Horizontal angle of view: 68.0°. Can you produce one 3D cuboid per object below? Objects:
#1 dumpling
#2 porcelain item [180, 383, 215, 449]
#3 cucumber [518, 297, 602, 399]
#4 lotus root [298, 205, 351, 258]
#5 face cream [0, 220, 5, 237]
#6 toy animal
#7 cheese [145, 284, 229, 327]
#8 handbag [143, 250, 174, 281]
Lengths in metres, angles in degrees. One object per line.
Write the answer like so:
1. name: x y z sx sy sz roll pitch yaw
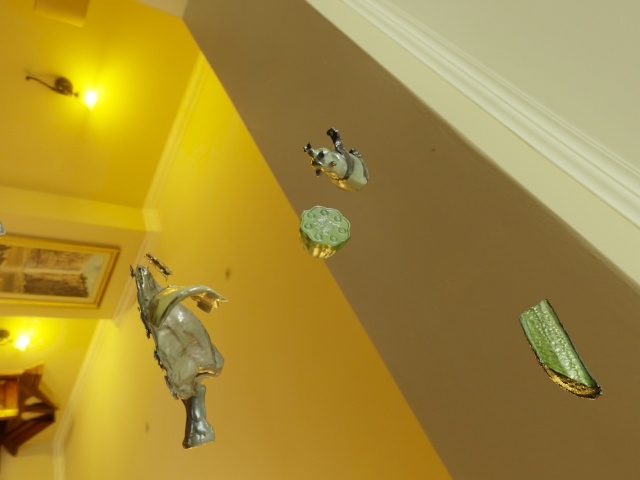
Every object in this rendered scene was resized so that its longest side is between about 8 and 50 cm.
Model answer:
1. dumpling: -0.234 0.188 0.837 0.332 0.086 0.166 76 -11 -46
2. porcelain item: -0.304 0.376 1.128 0.081 0.069 0.215 -41 -122 54
3. cucumber: 0.401 0.190 0.823 0.220 0.071 0.046 -91 172 -57
4. lotus root: 0.000 0.000 1.642 0.186 0.186 0.186 -15 -109 51
5. face cream: -0.833 0.056 0.968 0.349 0.105 0.105 -38 -138 -7
6. toy animal: 0.039 -0.179 1.108 0.094 0.225 0.121 -31 -111 17
7. cheese: -0.150 0.068 0.529 0.060 0.084 0.041 -13 -93 62
8. handbag: -0.414 0.064 1.211 0.027 0.083 0.061 -45 -159 -11
